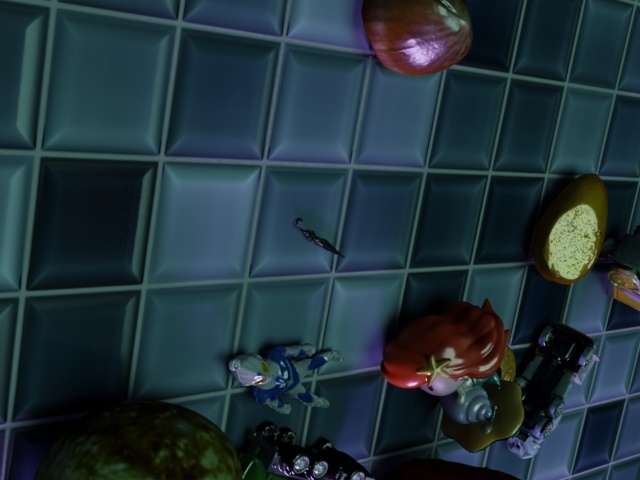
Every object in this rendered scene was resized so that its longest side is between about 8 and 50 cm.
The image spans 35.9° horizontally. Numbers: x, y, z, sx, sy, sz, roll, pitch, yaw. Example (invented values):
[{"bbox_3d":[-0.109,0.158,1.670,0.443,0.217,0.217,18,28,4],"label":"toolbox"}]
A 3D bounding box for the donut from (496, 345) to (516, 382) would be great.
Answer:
[{"bbox_3d":[0.314,0.239,1.812,0.097,0.043,0.108,-15,114,-38],"label":"donut"}]

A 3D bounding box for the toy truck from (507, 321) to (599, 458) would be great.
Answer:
[{"bbox_3d":[0.437,0.296,1.911,0.257,0.108,0.140,-57,147,-9],"label":"toy truck"}]

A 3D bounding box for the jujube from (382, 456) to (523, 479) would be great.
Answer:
[{"bbox_3d":[0.262,0.504,1.626,0.276,0.377,0.276,-14,109,-47],"label":"jujube"}]

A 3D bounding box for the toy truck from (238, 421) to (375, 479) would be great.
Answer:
[{"bbox_3d":[-0.034,0.362,1.493,0.242,0.101,0.125,26,92,-43],"label":"toy truck"}]

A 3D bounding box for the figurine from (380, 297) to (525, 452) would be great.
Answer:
[{"bbox_3d":[0.226,0.205,1.641,0.208,0.181,0.257,-25,130,14],"label":"figurine"}]

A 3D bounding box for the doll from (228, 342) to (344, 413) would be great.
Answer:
[{"bbox_3d":[-0.055,0.201,1.444,0.227,0.057,0.114,16,98,-47],"label":"doll"}]

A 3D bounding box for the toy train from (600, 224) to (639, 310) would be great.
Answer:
[{"bbox_3d":[0.683,0.082,1.965,0.134,0.261,0.177,-52,151,-16],"label":"toy train"}]

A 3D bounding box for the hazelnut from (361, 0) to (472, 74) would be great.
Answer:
[{"bbox_3d":[0.136,-0.299,1.375,0.150,0.150,0.150,-17,116,-38],"label":"hazelnut"}]

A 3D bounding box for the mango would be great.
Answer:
[{"bbox_3d":[0.461,-0.025,1.815,0.141,0.102,0.217,27,83,-22],"label":"mango"}]

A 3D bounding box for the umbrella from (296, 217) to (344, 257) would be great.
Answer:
[{"bbox_3d":[-0.001,0.003,1.450,0.122,0.013,0.022,39,56,-43],"label":"umbrella"}]

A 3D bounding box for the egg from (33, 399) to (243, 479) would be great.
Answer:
[{"bbox_3d":[-0.214,0.310,1.209,0.289,0.238,0.238,-21,120,-54],"label":"egg"}]
